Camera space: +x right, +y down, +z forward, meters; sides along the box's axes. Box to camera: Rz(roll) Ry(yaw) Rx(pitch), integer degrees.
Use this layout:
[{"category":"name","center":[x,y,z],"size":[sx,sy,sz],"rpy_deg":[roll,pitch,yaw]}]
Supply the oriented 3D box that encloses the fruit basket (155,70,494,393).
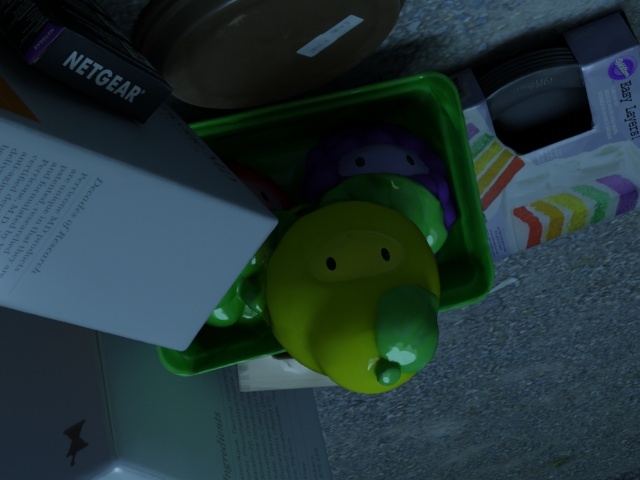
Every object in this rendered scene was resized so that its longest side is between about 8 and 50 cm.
[{"category":"fruit basket","center":[0.000,0.000,1.953],"size":[0.392,0.283,0.392],"rpy_deg":[-12,-174,1]}]

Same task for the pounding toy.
[{"category":"pounding toy","center":[-0.006,0.065,2.197],"size":[0.181,0.206,0.094],"rpy_deg":[-3,123,-1]}]

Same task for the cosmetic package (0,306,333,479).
[{"category":"cosmetic package","center":[-0.234,0.230,2.228],"size":[0.329,0.327,0.393],"rpy_deg":[-30,143,26]}]

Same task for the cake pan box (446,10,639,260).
[{"category":"cake pan box","center":[0.247,-0.111,2.179],"size":[0.245,0.070,0.267],"rpy_deg":[-21,137,-1]}]

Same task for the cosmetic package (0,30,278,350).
[{"category":"cosmetic package","center":[-0.267,-0.068,1.631],"size":[0.161,0.230,0.453],"rpy_deg":[-53,146,12]}]

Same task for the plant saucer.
[{"category":"plant saucer","center":[-0.040,-0.201,1.853],"size":[0.277,0.041,0.278],"rpy_deg":[-18,158,-7]}]

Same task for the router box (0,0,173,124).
[{"category":"router box","center":[-0.213,-0.175,1.629],"size":[0.046,0.133,0.179],"rpy_deg":[-47,153,9]}]
